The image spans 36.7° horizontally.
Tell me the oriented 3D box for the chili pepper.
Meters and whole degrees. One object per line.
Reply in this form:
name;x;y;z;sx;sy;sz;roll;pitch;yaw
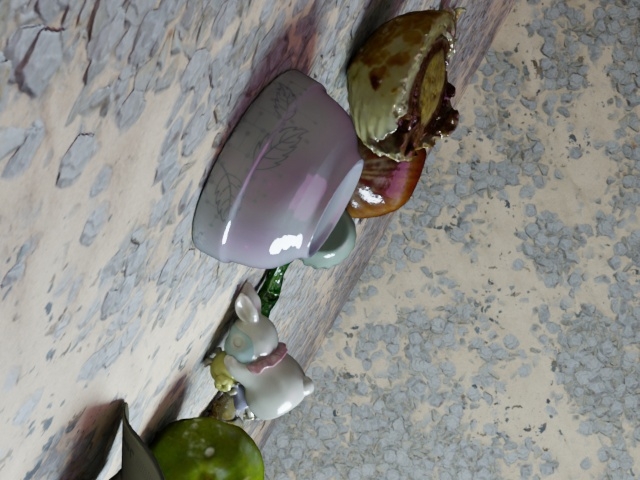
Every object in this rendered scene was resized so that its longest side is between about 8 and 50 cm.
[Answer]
chili pepper;-0.102;0.101;1.845;0.182;0.050;0.073;-62;165;-5

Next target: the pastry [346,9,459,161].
pastry;0.127;-0.271;1.620;0.256;0.170;0.236;-34;133;-51

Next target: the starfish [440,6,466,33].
starfish;0.255;-0.409;2.202;0.299;0.060;0.302;-53;169;-53

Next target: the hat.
hat;-0.301;0.368;1.374;0.149;0.214;0.244;-22;123;-19

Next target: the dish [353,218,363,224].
dish;0.107;-0.145;2.152;0.229;0.081;0.229;-59;175;-9

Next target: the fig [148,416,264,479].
fig;-0.209;0.438;1.736;0.233;0.233;0.314;-57;165;-20

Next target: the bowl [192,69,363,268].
bowl;-0.039;-0.078;1.329;0.287;0.144;0.287;-59;172;-14

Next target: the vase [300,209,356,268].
vase;0.000;0.000;1.883;0.128;0.128;0.248;-59;178;-10

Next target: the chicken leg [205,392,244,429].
chicken leg;-0.200;0.365;2.052;0.196;0.080;0.125;-57;158;-27

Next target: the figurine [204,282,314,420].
figurine;-0.130;0.204;1.756;0.155;0.235;0.127;-20;-164;28

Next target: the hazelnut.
hazelnut;0.100;-0.140;1.891;0.181;0.181;0.212;-104;-143;-59
